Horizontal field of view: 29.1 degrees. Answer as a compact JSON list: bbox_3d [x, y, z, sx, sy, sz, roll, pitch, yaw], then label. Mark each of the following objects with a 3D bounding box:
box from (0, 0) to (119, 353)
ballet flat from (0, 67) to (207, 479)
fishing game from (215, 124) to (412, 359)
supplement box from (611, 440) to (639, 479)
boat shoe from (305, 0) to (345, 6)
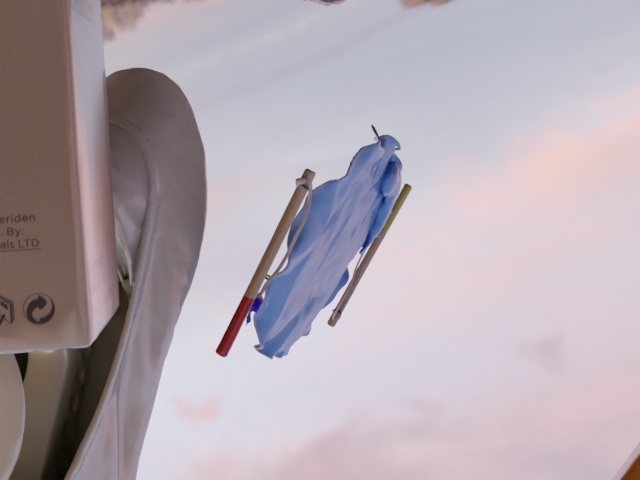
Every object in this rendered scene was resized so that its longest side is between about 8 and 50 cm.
[{"bbox_3d":[-0.171,-0.108,0.586,0.121,0.311,0.148,-3,-174,-3],"label":"box"},{"bbox_3d":[-0.164,0.043,0.809,0.139,0.400,0.139,7,160,3],"label":"ballet flat"},{"bbox_3d":[0.000,0.000,0.898,0.041,0.189,0.264,31,-167,15],"label":"fishing game"},{"bbox_3d":[0.305,0.297,1.247,0.233,0.078,0.080,-54,168,0],"label":"supplement box"},{"bbox_3d":[-0.104,-0.263,0.831,0.355,0.130,0.132,25,-171,29],"label":"boat shoe"}]
